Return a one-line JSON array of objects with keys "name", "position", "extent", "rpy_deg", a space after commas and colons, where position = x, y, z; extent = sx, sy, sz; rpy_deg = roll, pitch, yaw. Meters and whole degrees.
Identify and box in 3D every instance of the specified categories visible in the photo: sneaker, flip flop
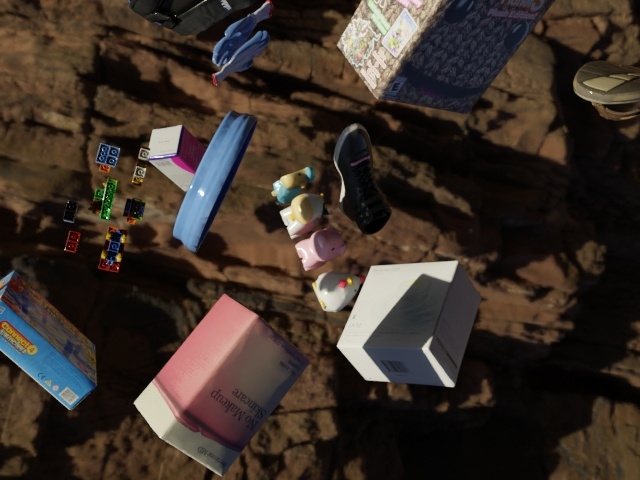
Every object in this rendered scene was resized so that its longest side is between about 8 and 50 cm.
[{"name": "sneaker", "position": [0.113, -0.138, 1.548], "extent": [0.104, 0.147, 0.296], "rpy_deg": [-25, 139, -18]}, {"name": "flip flop", "position": [0.481, -0.232, 1.012], "extent": [0.112, 0.080, 0.277], "rpy_deg": [31, -149, 28]}]

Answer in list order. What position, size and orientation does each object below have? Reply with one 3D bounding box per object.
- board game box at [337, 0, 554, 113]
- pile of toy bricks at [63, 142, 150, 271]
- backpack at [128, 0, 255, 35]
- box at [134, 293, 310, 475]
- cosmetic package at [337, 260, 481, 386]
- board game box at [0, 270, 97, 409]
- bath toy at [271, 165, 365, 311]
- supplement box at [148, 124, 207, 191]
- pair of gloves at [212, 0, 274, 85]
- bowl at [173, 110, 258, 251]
[{"name": "board game box", "position": [0.209, -0.364, 0.995], "extent": [0.231, 0.141, 0.291], "rpy_deg": [-2, 140, -39]}, {"name": "pile of toy bricks", "position": [-0.356, -0.059, 1.067], "extent": [0.118, 0.213, 0.105], "rpy_deg": [15, 172, -18]}, {"name": "backpack", "position": [-0.297, -0.595, 1.395], "extent": [0.276, 0.213, 0.263], "rpy_deg": [25, 131, -37]}, {"name": "box", "position": [-0.157, 0.229, 1.034], "extent": [0.149, 0.232, 0.126], "rpy_deg": [46, 165, -34]}, {"name": "cosmetic package", "position": [0.191, 0.172, 1.357], "extent": [0.224, 0.225, 0.138], "rpy_deg": [-6, 133, 39]}, {"name": "board game box", "position": [-0.700, 0.240, 1.597], "extent": [0.308, 0.086, 0.302], "rpy_deg": [51, 171, -21]}, {"name": "bath toy", "position": [0.000, 0.000, 1.557], "extent": [0.128, 0.349, 0.151], "rpy_deg": [-23, 171, -4]}, {"name": "supplement box", "position": [-0.433, -0.255, 2.018], "extent": [0.111, 0.114, 0.220], "rpy_deg": [-4, 154, 21]}, {"name": "pair of gloves", "position": [-0.153, -0.378, 1.253], "extent": [0.023, 0.159, 0.198], "rpy_deg": [44, 166, 4]}, {"name": "bowl", "position": [-0.279, -0.161, 1.682], "extent": [0.077, 0.392, 0.391], "rpy_deg": [25, 166, -7]}]
